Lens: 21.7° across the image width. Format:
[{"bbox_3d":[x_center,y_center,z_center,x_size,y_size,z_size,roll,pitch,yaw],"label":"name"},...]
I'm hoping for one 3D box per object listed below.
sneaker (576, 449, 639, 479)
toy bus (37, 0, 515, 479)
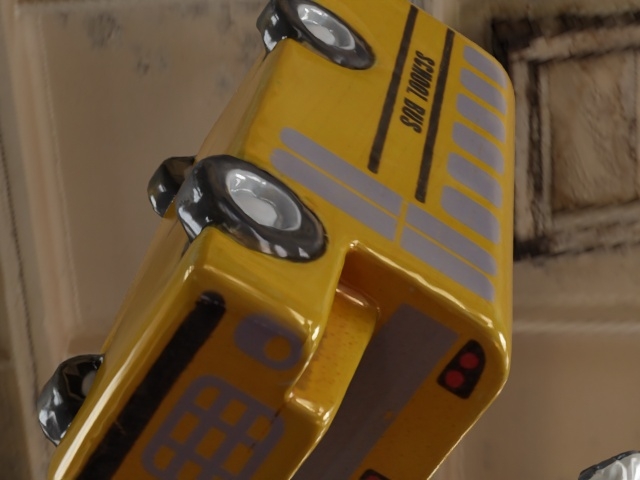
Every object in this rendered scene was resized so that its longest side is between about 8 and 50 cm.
[{"bbox_3d":[0.200,0.209,1.053,0.107,0.275,0.110,-29,-111,15],"label":"sneaker"},{"bbox_3d":[0.000,0.000,0.646,0.130,0.333,0.108,32,-65,-9],"label":"toy bus"}]
